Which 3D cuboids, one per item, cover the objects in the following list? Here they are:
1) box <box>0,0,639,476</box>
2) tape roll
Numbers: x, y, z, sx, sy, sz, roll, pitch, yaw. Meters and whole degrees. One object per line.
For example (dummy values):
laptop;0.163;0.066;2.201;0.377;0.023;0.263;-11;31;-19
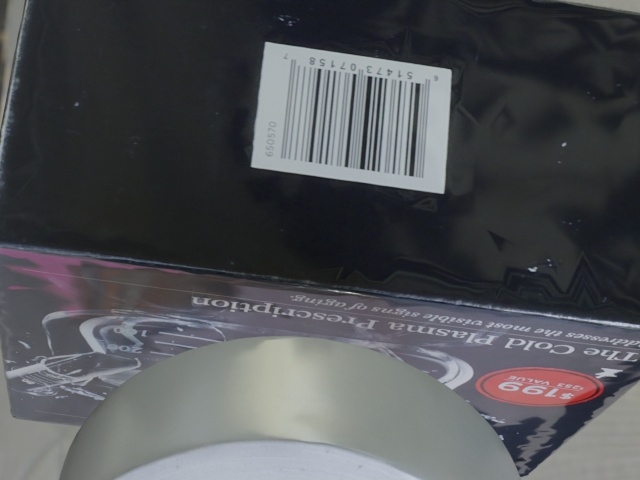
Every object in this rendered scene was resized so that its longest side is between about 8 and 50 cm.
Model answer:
box;0.000;0.000;0.872;0.312;0.343;0.179;111;-14;-68
tape roll;-0.015;0.150;0.683;0.072;0.219;0.219;-84;-164;-58
